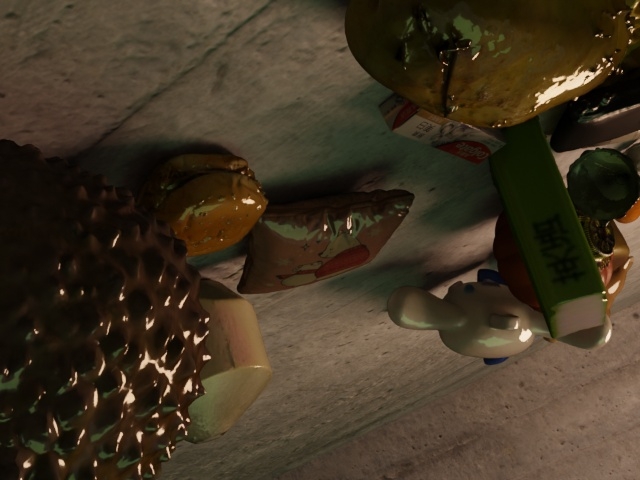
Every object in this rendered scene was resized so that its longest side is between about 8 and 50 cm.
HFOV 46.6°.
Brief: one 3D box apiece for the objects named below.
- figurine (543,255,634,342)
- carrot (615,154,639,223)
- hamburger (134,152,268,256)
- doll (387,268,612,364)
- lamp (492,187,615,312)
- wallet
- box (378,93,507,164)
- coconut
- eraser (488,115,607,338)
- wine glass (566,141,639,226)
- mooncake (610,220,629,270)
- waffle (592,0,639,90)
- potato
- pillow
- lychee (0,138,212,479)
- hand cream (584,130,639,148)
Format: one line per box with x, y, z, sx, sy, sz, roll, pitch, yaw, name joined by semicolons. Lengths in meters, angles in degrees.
0.604;0.129;1.782;0.177;0.247;0.173;14;-178;-19;figurine
0.589;-0.101;1.388;0.062;0.066;0.271;-63;161;-16;carrot
-0.135;-0.038;0.827;0.147;0.083;0.138;-7;149;-39;hamburger
0.321;0.140;1.443;0.365;0.375;0.187;62;52;-85;doll
0.391;0.017;1.251;0.223;0.223;0.196;-3;165;-38;lamp
0.386;-0.166;0.975;0.149;0.044;0.250;-16;173;9;wallet
0.157;-0.141;0.918;0.055;0.040;0.218;-37;153;29;box
-0.184;0.183;1.092;0.241;0.241;0.241;-19;157;-8;coconut
0.319;-0.017;1.053;0.092;0.274;0.210;-18;157;12;eraser
0.489;-0.101;1.194;0.182;0.122;0.122;-14;158;-45;wine glass
0.503;0.042;1.541;0.234;0.117;0.235;-17;154;-8;mooncake
0.391;-0.258;0.849;0.249;0.056;0.261;-24;162;7;waffle
0.163;-0.188;0.688;0.300;0.140;0.173;-1;145;-33;potato
0.000;0.000;1.029;0.236;0.084;0.223;-10;155;-19;pillow
-0.288;0.113;0.640;0.380;0.432;0.380;8;148;5;lychee
0.496;-0.181;1.131;0.186;0.054;0.087;-15;161;5;hand cream
